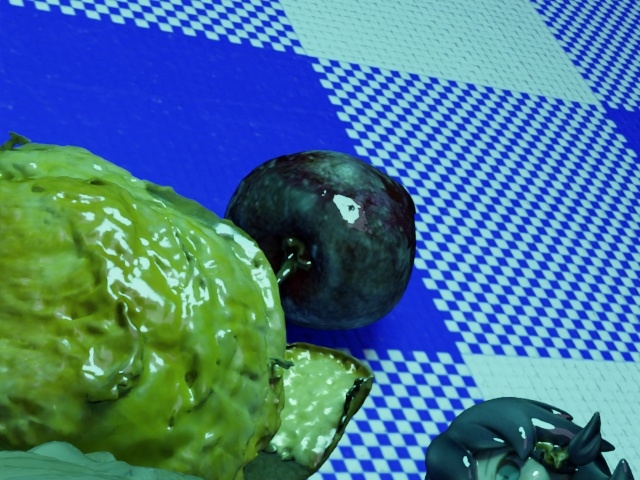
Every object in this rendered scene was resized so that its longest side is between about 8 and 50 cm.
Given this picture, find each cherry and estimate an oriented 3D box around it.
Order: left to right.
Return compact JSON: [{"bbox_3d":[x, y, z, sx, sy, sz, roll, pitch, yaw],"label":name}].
[{"bbox_3d":[0.003,0.000,1.459,0.195,0.195,0.195,20,36,-15],"label":"cherry"}]

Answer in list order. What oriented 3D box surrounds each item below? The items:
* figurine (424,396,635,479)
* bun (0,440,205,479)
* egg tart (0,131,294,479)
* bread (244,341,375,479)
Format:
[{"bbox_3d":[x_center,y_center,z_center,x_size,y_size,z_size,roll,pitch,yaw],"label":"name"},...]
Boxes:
[{"bbox_3d":[0.207,0.243,1.282,0.265,0.175,0.197,45,0,33],"label":"figurine"},{"bbox_3d":[-0.106,0.236,0.867,0.360,0.210,0.360,16,9,-3],"label":"bun"},{"bbox_3d":[-0.188,0.072,1.120,0.340,0.153,0.351,5,64,8],"label":"egg tart"},{"bbox_3d":[-0.086,0.149,1.230,0.260,0.134,0.129,10,48,18],"label":"bread"}]
